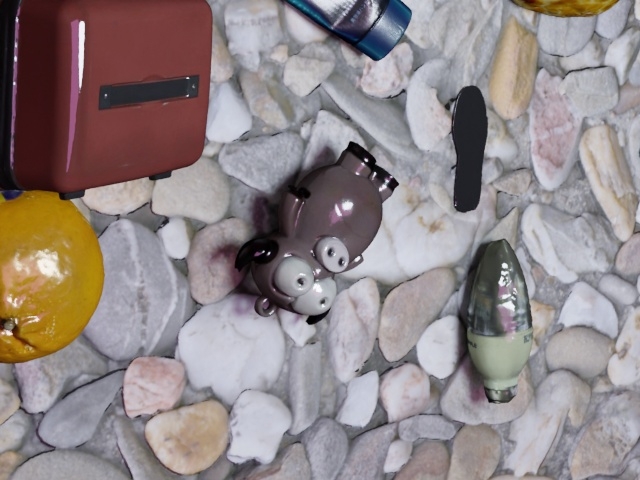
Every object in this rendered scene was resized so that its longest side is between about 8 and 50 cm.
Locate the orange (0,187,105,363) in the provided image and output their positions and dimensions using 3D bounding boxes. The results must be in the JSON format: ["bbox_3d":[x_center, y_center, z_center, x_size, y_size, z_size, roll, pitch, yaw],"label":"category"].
[{"bbox_3d":[-0.359,0.038,1.617,0.219,0.193,0.219,-22,131,-28],"label":"orange"}]

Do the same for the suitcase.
[{"bbox_3d":[-0.254,-0.178,1.570,0.297,0.161,0.236,-20,118,-59],"label":"suitcase"}]

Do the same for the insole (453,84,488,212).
[{"bbox_3d":[0.215,-0.131,2.022,0.064,0.004,0.188,-8,107,-29],"label":"insole"}]

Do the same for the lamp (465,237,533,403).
[{"bbox_3d":[0.265,0.120,2.070,0.101,0.101,0.250,-10,103,-29],"label":"lamp"}]

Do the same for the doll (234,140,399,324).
[{"bbox_3d":[0.000,-0.002,1.861,0.182,0.117,0.257,42,78,-38],"label":"doll"}]

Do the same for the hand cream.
[{"bbox_3d":[-0.001,-0.342,1.811,0.270,0.061,0.120,35,89,-26],"label":"hand cream"}]

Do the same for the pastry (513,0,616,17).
[{"bbox_3d":[0.374,-0.422,1.944,0.256,0.170,0.236,-39,117,-11],"label":"pastry"}]
